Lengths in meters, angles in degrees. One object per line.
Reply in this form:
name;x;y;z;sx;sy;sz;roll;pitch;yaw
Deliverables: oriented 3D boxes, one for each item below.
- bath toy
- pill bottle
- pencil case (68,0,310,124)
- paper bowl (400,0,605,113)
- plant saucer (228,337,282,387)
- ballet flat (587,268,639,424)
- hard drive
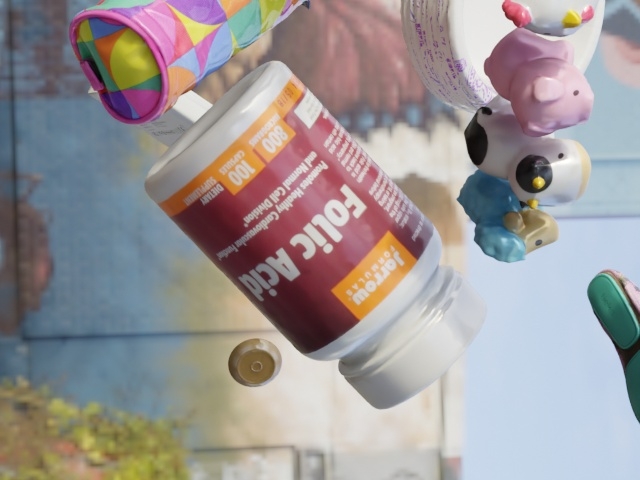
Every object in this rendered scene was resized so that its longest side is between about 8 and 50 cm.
bath toy;0.225;-0.147;1.669;0.129;0.151;0.348;-46;150;-45
pill bottle;0.000;0.000;1.860;0.392;0.224;0.224;46;-1;-11
pencil case;-0.087;-0.179;1.188;0.236;0.104;0.104;-44;149;-43
paper bowl;0.214;-0.298;1.972;0.148;0.284;0.284;14;-72;47
plant saucer;-0.099;0.190;2.399;0.015;0.083;0.083;-115;-156;-66
ballet flat;0.365;0.124;1.737;0.077;0.079;0.221;-54;-140;36
hard drive;-0.147;-0.135;2.246;0.047;0.353;0.233;-60;-159;-11
